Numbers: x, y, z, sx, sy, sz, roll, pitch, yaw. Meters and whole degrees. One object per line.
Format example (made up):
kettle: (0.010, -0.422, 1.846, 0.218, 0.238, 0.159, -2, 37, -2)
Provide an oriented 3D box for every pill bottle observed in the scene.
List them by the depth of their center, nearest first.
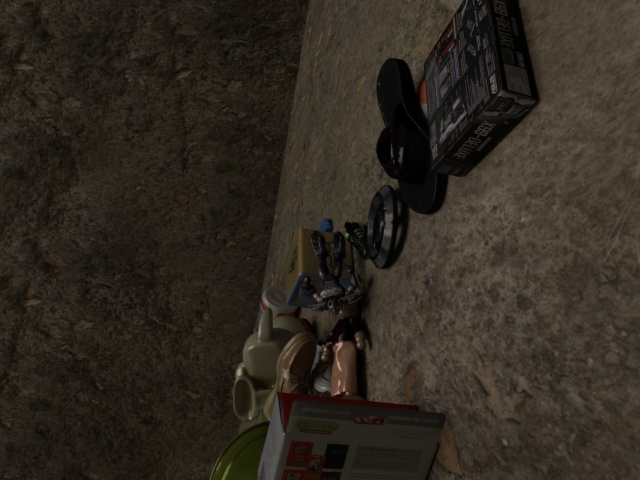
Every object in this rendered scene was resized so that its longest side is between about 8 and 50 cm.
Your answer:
pill bottle: (-0.218, 0.384, 2.357, 0.176, 0.176, 0.319, -101, 25, -55)

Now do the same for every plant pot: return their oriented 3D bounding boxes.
plant pot: (-0.079, 0.709, 1.327, 0.353, 0.366, 0.367, -12, 69, 63)

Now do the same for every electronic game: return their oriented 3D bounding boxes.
electronic game: (0.170, -0.037, 1.361, 0.229, 0.048, 0.230, -176, 90, -82)

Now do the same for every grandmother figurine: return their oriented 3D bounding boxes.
grandmother figurine: (0.071, 0.308, 1.448, 0.207, 0.104, 0.343, -25, 49, 40)

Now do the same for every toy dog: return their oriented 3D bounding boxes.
toy dog: (-0.165, 0.419, 1.843, 0.408, 0.284, 0.396, -54, -54, -78)

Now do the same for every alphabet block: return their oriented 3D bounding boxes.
alphabet block: (-0.006, 0.100, 1.685, 0.193, 0.192, 0.197, 118, 158, -47)

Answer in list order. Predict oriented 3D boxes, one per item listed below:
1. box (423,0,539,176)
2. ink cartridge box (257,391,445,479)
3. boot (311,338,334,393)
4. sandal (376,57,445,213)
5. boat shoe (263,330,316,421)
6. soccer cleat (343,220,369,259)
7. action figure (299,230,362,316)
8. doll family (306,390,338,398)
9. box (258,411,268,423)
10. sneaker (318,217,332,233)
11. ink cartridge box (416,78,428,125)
box: (0.298, -0.319, 0.986, 0.242, 0.076, 0.308, 123, 153, -58)
ink cartridge box: (0.056, 0.405, 0.986, 0.130, 0.309, 0.272, -119, 41, -68)
boot: (0.015, 0.392, 1.588, 0.258, 0.095, 0.124, -168, 81, -77)
sandal: (0.185, -0.253, 1.218, 0.168, 0.106, 0.446, 118, 145, -56)
boat shoe: (-0.075, 0.445, 1.550, 0.110, 0.121, 0.341, 40, 118, 49)
soccer cleat: (0.111, -0.001, 1.522, 0.179, 0.072, 0.060, -103, 26, -57)
action figure: (0.029, 0.103, 1.486, 0.099, 0.185, 0.285, 74, -172, -51)
doll family: (0.031, 0.503, 1.312, 0.118, 0.262, 0.163, -35, -25, -59)
box: (-0.225, 0.815, 2.242, 0.043, 0.105, 0.179, 120, 155, -56)
sneaker: (0.000, 0.000, 1.949, 0.069, 0.082, 0.210, 121, 156, -60)
ink cartridge box: (0.262, -0.303, 1.191, 0.145, 0.045, 0.180, 123, 156, -59)
